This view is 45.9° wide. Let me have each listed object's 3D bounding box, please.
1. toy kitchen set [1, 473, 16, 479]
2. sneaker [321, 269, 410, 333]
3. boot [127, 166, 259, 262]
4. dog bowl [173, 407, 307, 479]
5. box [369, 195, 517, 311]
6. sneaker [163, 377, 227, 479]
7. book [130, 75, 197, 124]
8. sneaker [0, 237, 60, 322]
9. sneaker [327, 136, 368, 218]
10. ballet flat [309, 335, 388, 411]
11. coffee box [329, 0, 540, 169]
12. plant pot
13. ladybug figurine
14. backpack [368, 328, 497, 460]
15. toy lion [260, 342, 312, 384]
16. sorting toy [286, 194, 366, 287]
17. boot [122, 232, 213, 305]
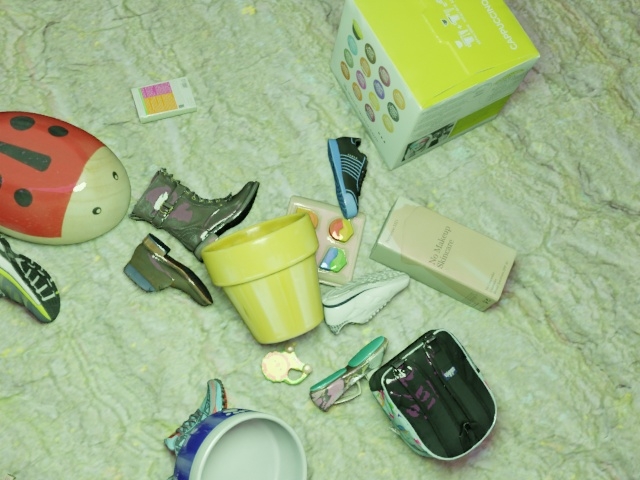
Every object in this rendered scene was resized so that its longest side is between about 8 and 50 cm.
[{"bbox_3d":[-0.632,0.533,1.552,0.083,0.068,0.075,27,70,2],"label":"toy kitchen set"},{"bbox_3d":[0.110,0.138,1.782,0.235,0.090,0.094,-19,104,-21],"label":"sneaker"},{"bbox_3d":[-0.298,-0.098,1.797,0.229,0.091,0.263,38,73,5],"label":"boot"},{"bbox_3d":[-0.162,0.480,1.547,0.265,0.104,0.264,2,86,-38],"label":"dog bowl"},{"bbox_3d":[0.290,0.033,1.812,0.311,0.121,0.147,24,71,1],"label":"box"},{"bbox_3d":[-0.271,0.420,1.620,0.125,0.104,0.261,10,70,-2],"label":"sneaker"},{"bbox_3d":[-0.394,-0.356,1.903,0.144,0.035,0.096,-15,71,-12],"label":"book"},{"bbox_3d":[-0.710,0.083,1.685,0.300,0.111,0.121,43,103,-1],"label":"sneaker"},{"bbox_3d":[0.079,-0.161,1.861,0.091,0.081,0.232,-7,64,-7],"label":"sneaker"},{"bbox_3d":[0.078,0.310,1.725,0.222,0.077,0.079,-36,98,-12],"label":"ballet flat"},{"bbox_3d":[0.262,-0.440,1.854,0.338,0.334,0.337,-26,77,-15],"label":"coffee box"},{"bbox_3d":[-0.107,0.089,1.678,0.254,0.254,0.238,-21,101,-14],"label":"plant pot"},{"bbox_3d":[-0.661,-0.160,1.732,0.450,0.162,0.304,17,71,-1],"label":"ladybug figurine"},{"bbox_3d":[0.250,0.349,1.662,0.225,0.191,0.253,-35,83,-19],"label":"backpack"},{"bbox_3d":[-0.082,0.290,1.728,0.096,0.034,0.100,-41,81,-11],"label":"toy lion"},{"bbox_3d":[0.000,0.000,1.830,0.193,0.038,0.208,14,70,-2],"label":"sorting toy"},{"bbox_3d":[-0.352,0.095,1.747,0.106,0.082,0.219,-45,86,4],"label":"boot"}]
